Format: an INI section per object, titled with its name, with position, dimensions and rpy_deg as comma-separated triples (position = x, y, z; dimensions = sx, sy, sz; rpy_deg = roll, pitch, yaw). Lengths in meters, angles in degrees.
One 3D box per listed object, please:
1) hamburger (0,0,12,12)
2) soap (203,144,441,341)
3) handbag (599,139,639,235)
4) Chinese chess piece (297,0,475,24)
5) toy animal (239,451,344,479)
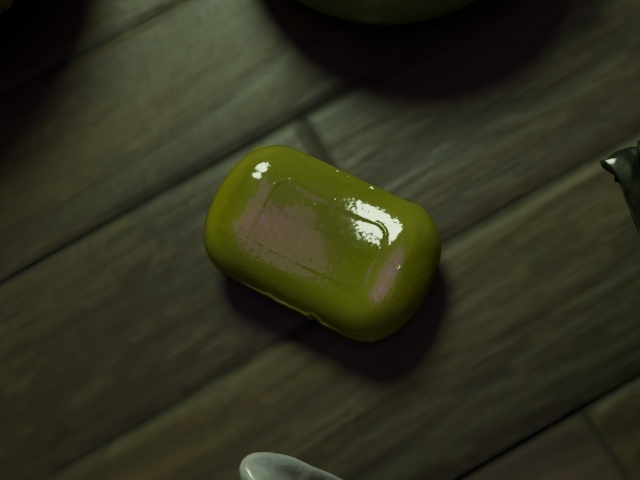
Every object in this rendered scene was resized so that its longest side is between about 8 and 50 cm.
[hamburger]
position = -0.299, -0.245, 0.525
dimensions = 0.302, 0.170, 0.302
rpy_deg = -1, 80, 8
[soap]
position = 0.000, 0.000, 0.486
dimensions = 0.140, 0.045, 0.089
rpy_deg = 26, 83, 11
[handbag]
position = 0.308, 0.068, 0.330
dimensions = 0.327, 0.162, 0.325
rpy_deg = -13, 100, 7
[Chinese chess piece]
position = 0.047, -0.246, 0.521
dimensions = 0.237, 0.092, 0.238
rpy_deg = -2, 74, 7
[toy animal]
position = 0.015, 0.170, 0.352
dimensions = 0.131, 0.221, 0.104
rpy_deg = 30, 76, 14
